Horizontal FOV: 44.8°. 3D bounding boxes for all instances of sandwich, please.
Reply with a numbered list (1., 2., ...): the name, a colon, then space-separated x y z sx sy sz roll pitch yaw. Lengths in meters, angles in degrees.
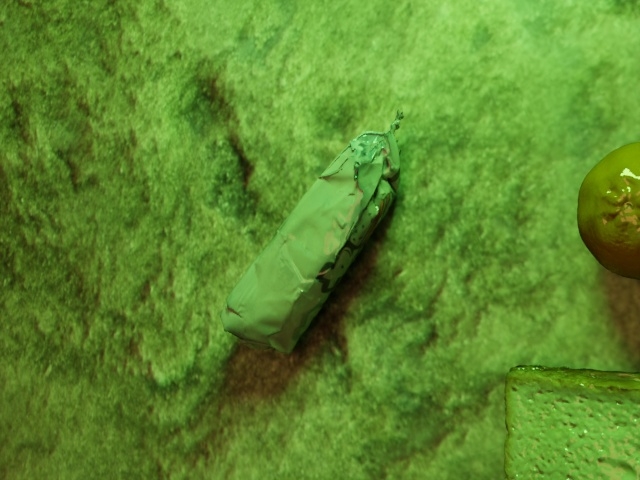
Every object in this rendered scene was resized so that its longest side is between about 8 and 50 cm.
1. sandwich: 0.323 0.288 0.877 0.254 0.099 0.289 4 88 39

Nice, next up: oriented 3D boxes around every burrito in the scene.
1. burrito: 0.000 0.000 1.153 0.445 0.101 0.139 -53 54 22

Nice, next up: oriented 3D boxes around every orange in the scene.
1. orange: 0.359 -0.034 0.855 0.158 0.136 0.159 -4 85 41
